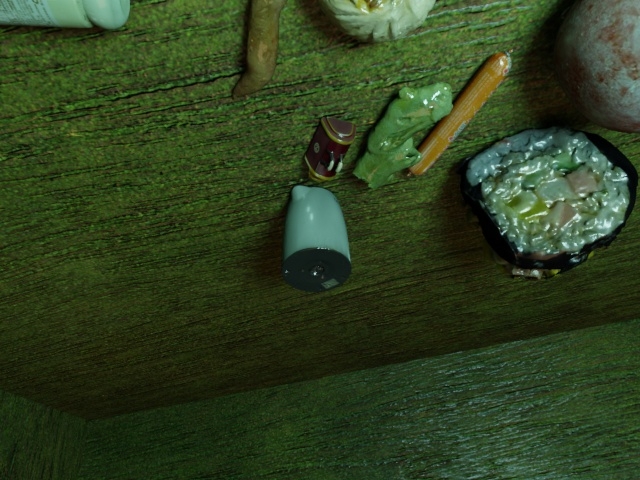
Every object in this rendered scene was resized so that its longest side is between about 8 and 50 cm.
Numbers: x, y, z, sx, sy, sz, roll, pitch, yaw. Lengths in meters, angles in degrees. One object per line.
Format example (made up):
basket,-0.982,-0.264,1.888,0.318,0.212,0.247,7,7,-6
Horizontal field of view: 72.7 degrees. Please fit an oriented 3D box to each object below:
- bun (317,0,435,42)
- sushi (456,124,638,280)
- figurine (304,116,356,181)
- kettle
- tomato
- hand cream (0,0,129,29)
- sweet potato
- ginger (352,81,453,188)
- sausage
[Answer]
bun,0.080,-0.395,0.645,0.222,0.128,0.222,7,139,6
sushi,0.524,-0.076,1.037,0.328,0.328,0.285,-34,151,7
figurine,0.022,-0.183,0.965,0.082,0.098,0.154,5,139,-22
kettle,0.000,0.000,1.083,0.161,0.236,0.221,-27,133,22
tomato,0.560,-0.337,0.715,0.316,0.283,0.317,-15,149,-9
hand cream,-0.447,-0.370,0.638,0.305,0.093,0.147,1,148,-8
sweet potato,-0.101,-0.346,0.756,0.067,0.059,0.281,14,138,-12
ginger,0.175,-0.224,0.951,0.137,0.089,0.290,20,134,-5
sausage,0.290,-0.259,0.944,0.053,0.053,0.348,11,140,-23
